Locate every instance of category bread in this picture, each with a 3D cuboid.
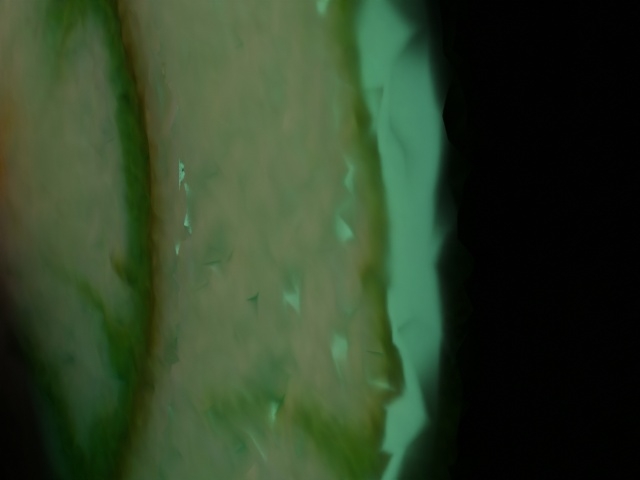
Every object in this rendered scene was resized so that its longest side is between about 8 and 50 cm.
[{"bbox_3d":[-0.025,-0.035,0.499,0.366,0.129,0.382,-6,94,59],"label":"bread"}]
